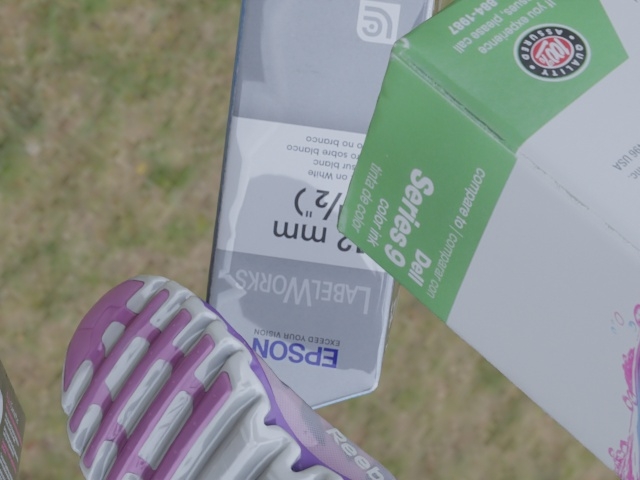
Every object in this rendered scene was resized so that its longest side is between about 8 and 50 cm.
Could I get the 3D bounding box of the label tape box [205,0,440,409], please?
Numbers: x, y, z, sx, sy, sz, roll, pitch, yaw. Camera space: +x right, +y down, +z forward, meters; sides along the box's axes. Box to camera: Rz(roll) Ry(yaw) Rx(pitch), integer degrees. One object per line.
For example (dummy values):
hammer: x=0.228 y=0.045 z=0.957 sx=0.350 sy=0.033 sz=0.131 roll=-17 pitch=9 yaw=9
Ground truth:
label tape box: x=0.000 y=0.000 z=1.161 sx=0.249 sy=0.115 sz=0.347 roll=-61 pitch=157 yaw=-80

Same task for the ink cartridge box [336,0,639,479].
ink cartridge box: x=0.136 y=0.001 z=0.560 sx=0.154 sy=0.212 sz=0.093 roll=-37 pitch=157 yaw=-34

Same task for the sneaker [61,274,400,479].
sneaker: x=-0.017 y=0.111 z=0.841 sx=0.095 sy=0.236 sz=0.104 roll=-51 pitch=157 yaw=13

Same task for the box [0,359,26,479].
box: x=-0.289 y=0.127 z=1.204 sx=0.247 sy=0.163 sz=0.142 roll=88 pitch=6 yaw=-64
